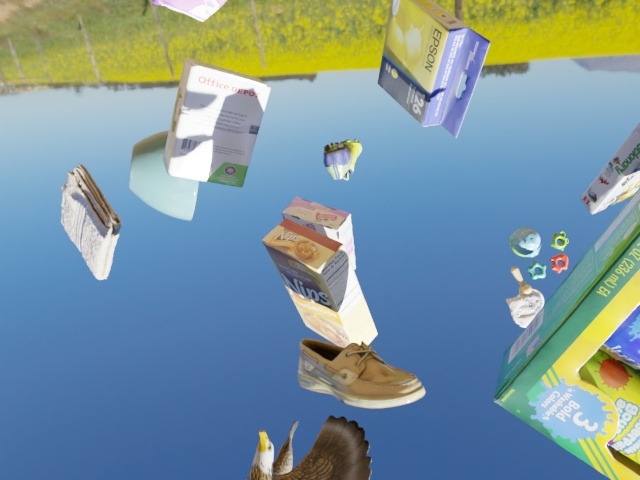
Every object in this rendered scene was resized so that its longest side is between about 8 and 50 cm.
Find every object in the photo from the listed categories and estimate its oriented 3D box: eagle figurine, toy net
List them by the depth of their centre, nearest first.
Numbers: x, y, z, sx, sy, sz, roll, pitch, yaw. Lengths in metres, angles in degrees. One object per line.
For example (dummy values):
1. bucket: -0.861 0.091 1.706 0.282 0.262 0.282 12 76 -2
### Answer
1. eagle figurine: -0.073 0.427 0.929 0.298 0.225 0.226 -3 -147 -47
2. toy net: 0.478 0.084 1.199 0.122 0.232 0.045 13 167 3

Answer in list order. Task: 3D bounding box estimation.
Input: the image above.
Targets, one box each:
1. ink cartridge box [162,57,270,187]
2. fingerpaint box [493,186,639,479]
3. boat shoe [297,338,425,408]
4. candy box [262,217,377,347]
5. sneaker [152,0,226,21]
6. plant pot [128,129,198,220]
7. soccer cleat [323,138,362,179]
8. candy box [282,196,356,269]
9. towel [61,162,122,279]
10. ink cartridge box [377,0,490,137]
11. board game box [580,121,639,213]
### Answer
1. ink cartridge box: -0.265 -0.291 1.344 0.198 0.273 0.115 8 -156 -28
2. fingerpaint box: 0.518 0.142 0.713 0.371 0.445 0.163 33 -151 10
3. boat shoe: 0.064 0.248 1.038 0.109 0.098 0.302 -7 -176 -42
4. candy box: 0.005 0.111 1.218 0.182 0.317 0.087 24 -120 40
5. sneaker: -0.308 -0.555 1.041 0.161 0.282 0.102 -44 -166 12
6. plant pot: -0.488 -0.215 1.671 0.195 0.291 0.290 5 -166 -19
7. soccer cleat: 0.072 -0.253 1.687 0.093 0.121 0.289 -8 -168 17
8. candy box: 0.000 0.000 1.380 0.164 0.196 0.070 20 -129 26
9. towel: -0.546 -0.035 1.264 0.049 0.187 0.282 -27 165 -37
10. ink cartridge box: 0.282 -0.469 1.439 0.072 0.304 0.307 -23 -123 -22
11. board game box: 0.687 -0.178 1.106 0.192 0.053 0.305 -23 156 -7
